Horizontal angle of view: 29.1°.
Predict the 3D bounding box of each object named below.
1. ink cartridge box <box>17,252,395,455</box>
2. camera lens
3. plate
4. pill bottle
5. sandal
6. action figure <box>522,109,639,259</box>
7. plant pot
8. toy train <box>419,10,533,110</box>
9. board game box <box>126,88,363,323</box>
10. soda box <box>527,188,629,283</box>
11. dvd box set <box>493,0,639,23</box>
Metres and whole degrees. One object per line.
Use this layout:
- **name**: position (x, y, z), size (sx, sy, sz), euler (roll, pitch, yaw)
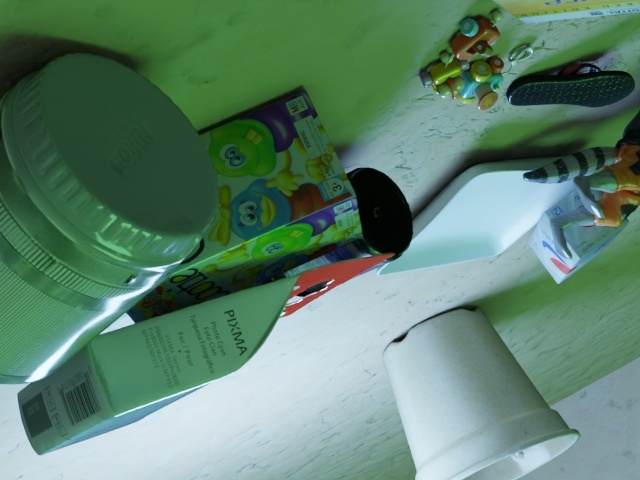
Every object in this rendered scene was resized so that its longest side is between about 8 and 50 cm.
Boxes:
- **ink cartridge box**: position (-0.126, 0.133, 1.424), size (0.385, 0.091, 0.308), euler (-14, 170, -30)
- **camera lens**: position (-0.255, -0.013, 1.135), size (0.274, 0.219, 0.219), euler (-38, 155, 30)
- **plate**: position (0.245, -0.047, 1.841), size (0.277, 0.045, 0.278), euler (-9, 153, -38)
- **pill bottle**: position (0.000, 0.000, 1.555), size (0.123, 0.123, 0.219), euler (-1, 162, -46)
- **sandal**: position (0.321, -0.204, 1.577), size (0.179, 0.040, 0.067), euler (-3, 148, -15)
- **action figure**: position (0.455, -0.147, 1.683), size (0.330, 0.178, 0.341), euler (-39, 154, -14)
- **plant pot**: position (0.276, 0.309, 2.353), size (0.334, 0.305, 0.334), euler (-22, 159, -9)
- **toy train**: position (0.187, -0.198, 1.420), size (0.125, 0.046, 0.166), euler (-34, 157, 24)
- **board game box**: position (-0.108, -0.028, 1.364), size (0.275, 0.142, 0.144), euler (-24, 160, -3)
- **soda box**: position (0.401, -0.011, 1.946), size (0.098, 0.091, 0.286), euler (-36, 170, -3)
- **dvd box set**: position (0.236, -0.285, 1.061), size (0.307, 0.062, 0.420), euler (-1, 173, 31)
